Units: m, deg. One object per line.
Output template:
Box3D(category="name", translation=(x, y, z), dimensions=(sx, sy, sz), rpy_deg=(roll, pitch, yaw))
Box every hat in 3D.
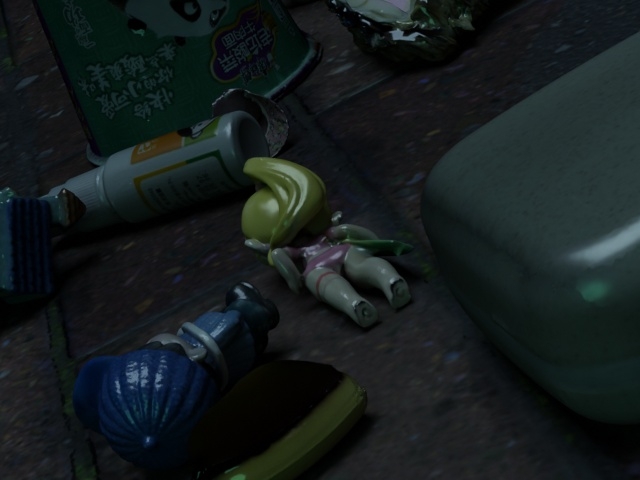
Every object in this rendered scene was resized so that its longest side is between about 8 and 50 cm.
Box3D(category="hat", translation=(-0.056, -0.092, 1.481), dimensions=(0.087, 0.042, 0.058), rpy_deg=(37, 88, 33))

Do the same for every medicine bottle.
Box3D(category="medicine bottle", translation=(-0.143, -0.053, 1.452), dimensions=(0.221, 0.061, 0.092), rpy_deg=(-18, 17, 25))
Box3D(category="medicine bottle", translation=(0.245, -0.055, 0.922), dimensions=(0.375, 0.123, 0.282), rpy_deg=(-30, 20, -6))

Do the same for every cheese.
Box3D(category="cheese", translation=(-0.048, 0.127, 0.961), dimensions=(0.086, 0.036, 0.162), rpy_deg=(3, 36, 47))

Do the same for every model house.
Box3D(category="model house", translation=(-0.260, 0.010, 1.407), dimensions=(0.149, 0.119, 0.148), rpy_deg=(-7, -7, -15))

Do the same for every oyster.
Box3D(category="oyster", translation=(0.096, -0.248, 1.551), dimensions=(0.198, 0.092, 0.259), rpy_deg=(-32, 23, 21))

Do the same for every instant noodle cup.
Box3D(category="instant noodle cup", translation=(-0.150, -0.211, 1.642), dimensions=(0.251, 0.190, 0.251), rpy_deg=(-23, 21, 9))

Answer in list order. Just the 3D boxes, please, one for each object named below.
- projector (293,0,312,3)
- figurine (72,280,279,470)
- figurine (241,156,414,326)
Box3D(category="projector", translation=(0.031, -0.392, 1.801), dimensions=(0.250, 0.108, 0.198), rpy_deg=(-53, 11, 47))
Box3D(category="figurine", translation=(-0.081, 0.083, 1.065), dimensions=(0.149, 0.087, 0.086), rpy_deg=(-33, -18, -50))
Box3D(category="figurine", translation=(0.000, 0.000, 1.158), dimensions=(0.083, 0.083, 0.187), rpy_deg=(-31, 31, -10))
